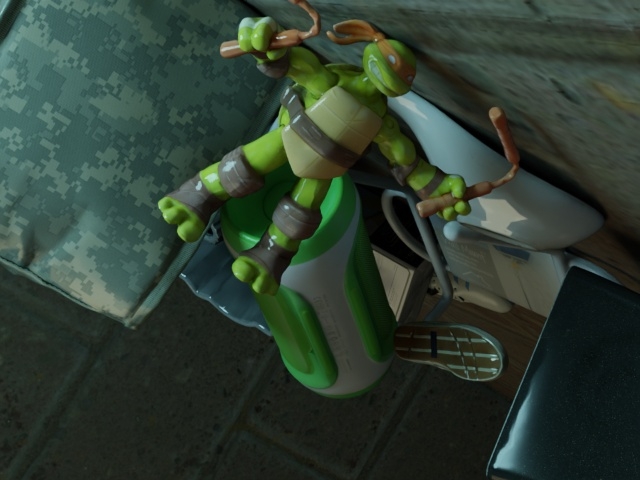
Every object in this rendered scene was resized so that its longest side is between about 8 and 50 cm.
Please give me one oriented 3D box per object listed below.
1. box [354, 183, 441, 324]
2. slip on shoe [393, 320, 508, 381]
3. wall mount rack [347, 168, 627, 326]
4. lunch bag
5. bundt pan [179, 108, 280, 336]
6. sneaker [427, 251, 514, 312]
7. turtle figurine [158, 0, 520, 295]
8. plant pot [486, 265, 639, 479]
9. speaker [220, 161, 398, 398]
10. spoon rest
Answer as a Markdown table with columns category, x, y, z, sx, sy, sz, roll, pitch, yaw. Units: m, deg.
| category | x | y | z | sx | sy | sz | roll | pitch | yaw |
| --- | --- | --- | --- | --- | --- | --- | --- | --- | --- |
| box | 0.000 | 0.000 | 1.481 | 0.290 | 0.087 | 0.169 | 31 | 137 | 15 |
| slip on shoe | 0.128 | 0.102 | 1.096 | 0.041 | 0.051 | 0.135 | 0 | -178 | -41 |
| wall mount rack | 0.135 | 0.022 | 1.146 | 0.350 | 0.130 | 0.304 | 25 | 152 | 44 |
| lunch bag | -0.187 | -0.097 | 0.954 | 0.235 | 0.287 | 0.169 | 32 | 175 | -22 |
| bundt pan | -0.095 | -0.052 | 1.324 | 0.331 | 0.124 | 0.331 | 33 | 149 | 23 |
| sneaker | 0.149 | 0.045 | 1.522 | 0.237 | 0.086 | 0.085 | 27 | 172 | 32 |
| turtle figurine | -0.012 | -0.076 | 0.807 | 0.269 | 0.217 | 0.087 | 34 | -155 | -29 |
| plant pot | 0.275 | 0.155 | 0.942 | 0.167 | 0.187 | 0.188 | 17 | 168 | 39 |
| speaker | -0.004 | 0.038 | 1.087 | 0.131 | 0.131 | 0.296 | 29 | 158 | 27 |
| spoon rest | 0.098 | -0.061 | 0.915 | 0.276 | 0.084 | 0.137 | 19 | 179 | -13 |
